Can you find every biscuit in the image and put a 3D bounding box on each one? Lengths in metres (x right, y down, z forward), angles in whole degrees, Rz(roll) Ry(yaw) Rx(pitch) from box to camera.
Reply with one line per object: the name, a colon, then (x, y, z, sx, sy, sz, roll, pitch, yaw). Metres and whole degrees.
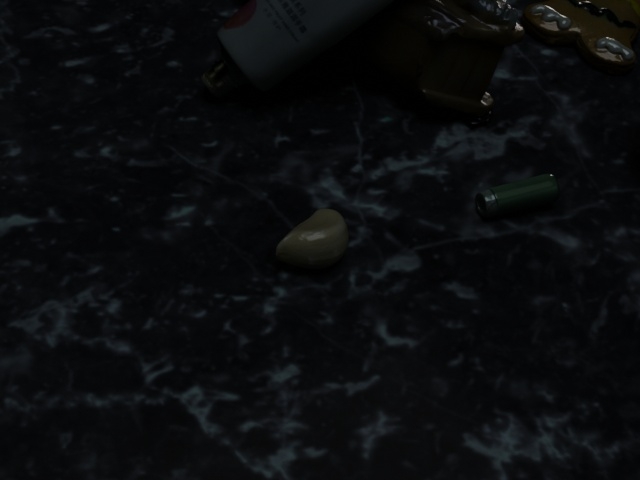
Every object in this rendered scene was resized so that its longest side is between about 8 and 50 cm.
biscuit: (0.334, -0.284, 1.741, 0.158, 0.035, 0.240, 27, 48, 12)

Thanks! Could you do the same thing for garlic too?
garlic: (-0.001, -0.001, 1.406, 0.053, 0.041, 0.083, 16, 36, 23)

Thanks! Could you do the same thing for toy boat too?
toy boat: (0.037, -0.298, 1.635, 0.445, 0.136, 0.162, 37, 38, 25)

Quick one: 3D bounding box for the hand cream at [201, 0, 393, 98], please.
hand cream: (0.016, -0.259, 1.511, 0.341, 0.078, 0.124, -39, 69, 12)

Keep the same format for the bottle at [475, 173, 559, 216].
bottle: (0.195, -0.044, 1.487, 0.083, 0.030, 0.030, -14, 51, -21)
